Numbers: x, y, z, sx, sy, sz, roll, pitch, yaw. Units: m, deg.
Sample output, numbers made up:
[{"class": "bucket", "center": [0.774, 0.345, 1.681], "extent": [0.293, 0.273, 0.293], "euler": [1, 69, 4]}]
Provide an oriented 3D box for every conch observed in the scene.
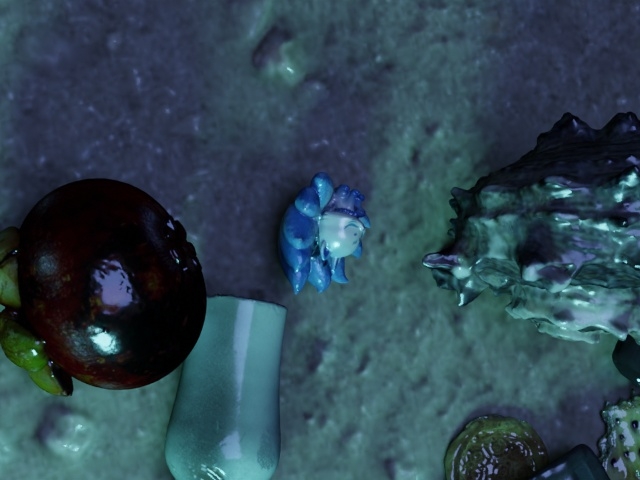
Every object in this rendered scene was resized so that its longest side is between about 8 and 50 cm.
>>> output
[{"class": "conch", "center": [0.235, 0.015, 1.528], "extent": [0.241, 0.313, 0.186], "euler": [37, 54, -22]}]

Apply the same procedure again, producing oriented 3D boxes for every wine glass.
[{"class": "wine glass", "center": [-0.084, 0.165, 1.495], "extent": [0.103, 0.103, 0.231], "euler": [8, 81, -20]}]

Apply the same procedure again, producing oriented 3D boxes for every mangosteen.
[{"class": "mangosteen", "center": [-0.195, 0.046, 1.435], "extent": [0.200, 0.200, 0.200], "euler": [1, 87, -21]}]

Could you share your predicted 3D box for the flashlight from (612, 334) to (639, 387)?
[{"class": "flashlight", "center": [0.401, -0.041, 1.694], "extent": [0.103, 0.103, 0.424], "euler": [31, 77, -17]}]

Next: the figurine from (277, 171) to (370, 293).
[{"class": "figurine", "center": [0.000, 0.000, 1.546], "extent": [0.114, 0.079, 0.114], "euler": [-38, 135, -53]}]

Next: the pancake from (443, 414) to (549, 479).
[{"class": "pancake", "center": [0.168, 0.217, 1.636], "extent": [0.115, 0.011, 0.115], "euler": [1, 86, -23]}]

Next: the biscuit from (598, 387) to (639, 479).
[{"class": "biscuit", "center": [0.348, 0.208, 1.702], "extent": [0.203, 0.016, 0.144], "euler": [-16, 93, -21]}]

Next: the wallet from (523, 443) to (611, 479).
[{"class": "wallet", "center": [0.230, 0.378, 1.631], "extent": [0.247, 0.041, 0.323], "euler": [-29, 103, -15]}]
